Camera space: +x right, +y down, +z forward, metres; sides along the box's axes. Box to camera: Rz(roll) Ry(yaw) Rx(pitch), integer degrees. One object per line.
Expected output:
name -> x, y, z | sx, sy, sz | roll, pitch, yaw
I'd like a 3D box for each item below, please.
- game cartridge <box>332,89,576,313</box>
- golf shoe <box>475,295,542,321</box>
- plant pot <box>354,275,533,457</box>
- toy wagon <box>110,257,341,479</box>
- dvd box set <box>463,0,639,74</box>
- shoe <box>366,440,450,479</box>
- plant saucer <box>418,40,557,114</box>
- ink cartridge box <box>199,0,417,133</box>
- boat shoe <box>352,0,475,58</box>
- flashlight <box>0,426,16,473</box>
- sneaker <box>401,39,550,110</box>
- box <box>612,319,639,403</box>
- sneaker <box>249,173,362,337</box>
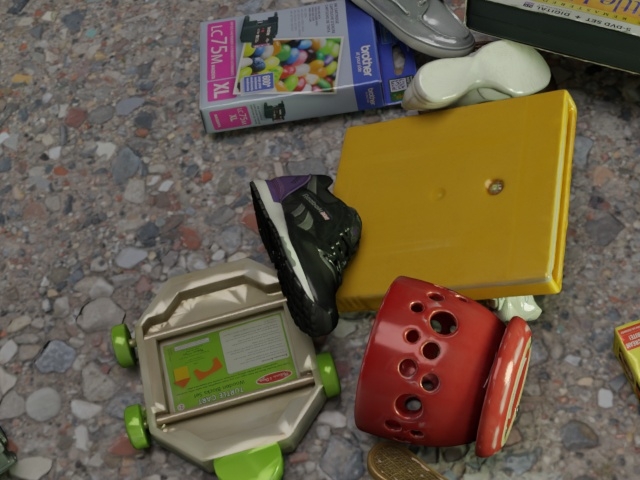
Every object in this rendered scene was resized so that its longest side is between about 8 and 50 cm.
game cartridge -> 0.160, -0.046, 1.648 | 0.323, 0.053, 0.285 | -8, 55, 30
golf shoe -> 0.242, 0.030, 1.640 | 0.086, 0.069, 0.176 | 12, 58, -11
plant pot -> 0.146, 0.151, 1.494 | 0.174, 0.191, 0.191 | 14, 62, 16
toy wagon -> -0.111, 0.184, 1.593 | 0.267, 0.068, 0.344 | -15, 57, 1
dvd box set -> 0.420, -0.391, 1.799 | 0.307, 0.062, 0.420 | 19, 48, 21
shoe -> 0.140, 0.316, 1.475 | 0.219, 0.058, 0.076 | 39, 52, 25
plant saucer -> 0.232, -0.211, 1.799 | 0.198, 0.036, 0.199 | -4, 58, 7
ink cartridge box -> -0.019, -0.259, 1.854 | 0.311, 0.065, 0.186 | -7, 52, 3
boat shoe -> 0.127, -0.338, 1.817 | 0.227, 0.081, 0.079 | 37, 52, 21
flashlight -> -0.518, 0.324, 1.557 | 0.304, 0.103, 0.103 | -32, 57, -9
sneaker -> 0.206, -0.214, 1.742 | 0.212, 0.094, 0.080 | -10, 77, -22
box -> 0.424, 0.196, 1.491 | 0.087, 0.058, 0.232 | -18, 56, 0
sneaker -> 0.000, 0.000, 1.594 | 0.124, 0.107, 0.283 | -13, 40, -8
